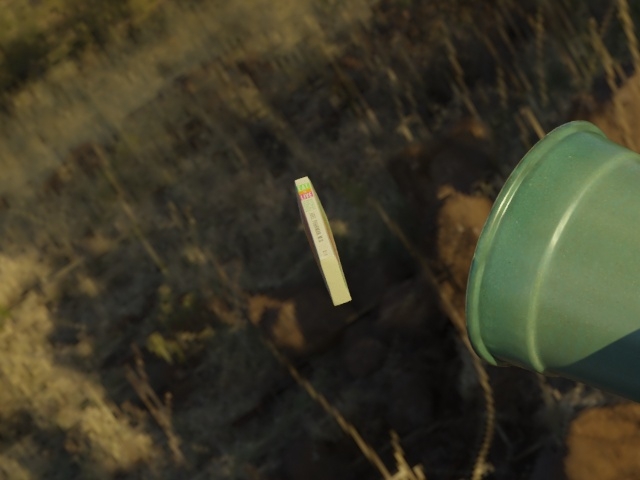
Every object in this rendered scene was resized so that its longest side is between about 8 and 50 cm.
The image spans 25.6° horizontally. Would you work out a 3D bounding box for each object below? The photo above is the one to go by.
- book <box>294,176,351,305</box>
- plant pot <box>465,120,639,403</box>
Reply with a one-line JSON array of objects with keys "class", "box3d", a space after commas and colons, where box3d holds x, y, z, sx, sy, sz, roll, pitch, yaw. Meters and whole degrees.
[{"class": "book", "box3d": [0.000, 0.000, 1.813, 0.035, 0.096, 0.144, -18, 49, 1]}, {"class": "plant pot", "box3d": [0.414, 0.061, 1.745, 0.334, 0.341, 0.341, 24, 51, 33]}]
